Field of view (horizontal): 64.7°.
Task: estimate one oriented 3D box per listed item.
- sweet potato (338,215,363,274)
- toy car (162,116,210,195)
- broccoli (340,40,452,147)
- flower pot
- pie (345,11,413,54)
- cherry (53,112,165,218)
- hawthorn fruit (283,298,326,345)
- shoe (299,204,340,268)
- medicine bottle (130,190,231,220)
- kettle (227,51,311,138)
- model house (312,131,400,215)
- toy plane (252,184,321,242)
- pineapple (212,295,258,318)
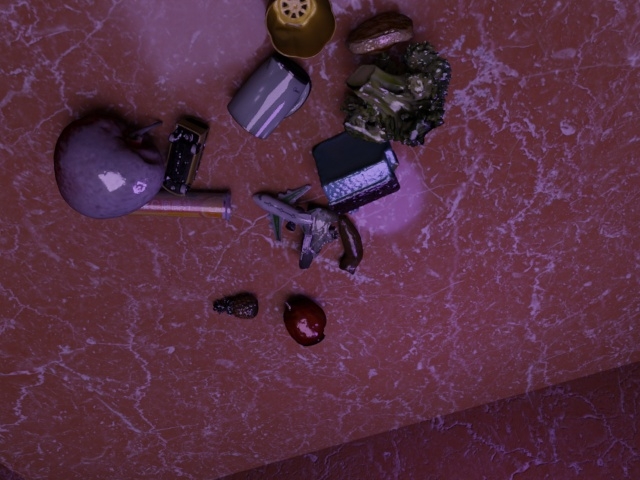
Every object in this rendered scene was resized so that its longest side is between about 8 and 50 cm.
[{"bbox_3d":[0.115,0.024,2.055,0.111,0.085,0.286,-10,130,3],"label":"sweet potato"},{"bbox_3d":[-0.446,-0.276,1.674,0.101,0.124,0.257,26,124,-1],"label":"toy car"},{"bbox_3d":[0.228,-0.437,1.535,0.338,0.317,0.277,22,89,14],"label":"broccoli"},{"bbox_3d":[-0.061,-0.633,1.414,0.195,0.179,0.195,-4,131,-5],"label":"flower pot"},{"bbox_3d":[0.174,-0.600,1.487,0.205,0.179,0.084,-18,125,13],"label":"pie"},{"bbox_3d":[-0.655,-0.215,1.580,0.326,0.291,0.335,16,115,-2],"label":"cherry"},{"bbox_3d":[-0.085,0.348,2.235,0.189,0.190,0.251,-37,113,19],"label":"hawthorn fruit"},{"bbox_3d":[0.001,-0.001,1.989,0.149,0.109,0.293,7,124,-5],"label":"shoe"},{"bbox_3d":[-0.534,-0.127,1.797,0.425,0.108,0.108,1,129,-10],"label":"medicine bottle"},{"bbox_3d":[-0.139,-0.452,1.583,0.236,0.161,0.221,-46,150,22],"label":"kettle"},{"bbox_3d":[0.145,-0.227,1.780,0.280,0.230,0.249,-21,140,11],"label":"model house"},{"bbox_3d":[-0.134,-0.108,1.861,0.255,0.251,0.101,22,158,13],"label":"toy plane"},{"bbox_3d":[-0.369,0.289,2.186,0.197,0.108,0.108,0,130,5],"label":"pineapple"}]
